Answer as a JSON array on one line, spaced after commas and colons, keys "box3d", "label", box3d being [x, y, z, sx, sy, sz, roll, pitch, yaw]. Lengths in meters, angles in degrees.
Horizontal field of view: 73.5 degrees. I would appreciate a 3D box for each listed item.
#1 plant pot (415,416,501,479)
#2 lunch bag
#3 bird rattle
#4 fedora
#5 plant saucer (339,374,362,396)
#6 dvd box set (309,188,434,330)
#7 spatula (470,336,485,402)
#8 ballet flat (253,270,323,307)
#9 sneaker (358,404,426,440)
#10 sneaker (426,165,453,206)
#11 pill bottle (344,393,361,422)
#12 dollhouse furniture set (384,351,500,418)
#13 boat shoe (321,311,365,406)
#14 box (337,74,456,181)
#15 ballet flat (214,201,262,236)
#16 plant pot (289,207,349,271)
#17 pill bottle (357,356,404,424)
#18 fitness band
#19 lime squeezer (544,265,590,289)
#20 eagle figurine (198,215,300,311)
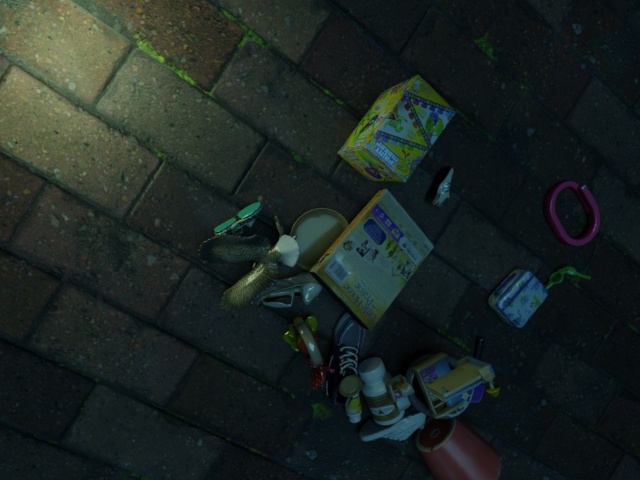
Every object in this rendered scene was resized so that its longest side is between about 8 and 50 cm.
[{"box3d": [0.525, 0.839, 1.699, 0.275, 0.275, 0.243, -41, 97, -6], "label": "plant pot"}, {"box3d": [0.815, 0.235, 1.772, 0.219, 0.090, 0.176, -44, 103, -7], "label": "lunch bag"}, {"box3d": [-0.045, 0.375, 1.483, 0.143, 0.254, 0.207, -19, 141, -6], "label": "bird rattle"}, {"box3d": [0.450, 0.559, 1.699, 0.275, 0.124, 0.244, 20, 90, -8], "label": "fedora"}, {"box3d": [0.103, 0.504, 1.492, 0.083, 0.015, 0.084, -3, 104, -14], "label": "plant saucer"}, {"box3d": [0.197, 0.066, 1.549, 0.308, 0.062, 0.420, 46, 70, -16], "label": "dvd box set"}, {"box3d": [0.658, 0.548, 1.801, 0.084, 0.030, 0.297, 2, 97, -13], "label": "spatula"}, {"box3d": [-0.090, 0.180, 1.510, 0.315, 0.108, 0.106, -11, 56, -7], "label": "ballet flat"}, {"box3d": [0.296, 0.740, 1.696, 0.296, 0.111, 0.130, -14, 106, -12], "label": "sneaker"}, {"box3d": [0.471, -0.204, 1.646, 0.075, 0.057, 0.161, 29, 88, -33], "label": "sneaker"}, {"box3d": [0.125, 0.638, 1.655, 0.065, 0.065, 0.117, -12, 101, -13], "label": "pill bottle"}, {"box3d": [0.430, 0.547, 1.465, 0.286, 0.303, 0.198, -23, 92, -15], "label": "dollhouse furniture set"}, {"box3d": [0.103, 0.437, 1.574, 0.127, 0.158, 0.341, 13, 94, -16], "label": "boat shoe"}, {"box3d": [0.239, -0.357, 1.435, 0.177, 0.290, 0.279, 37, 88, -17], "label": "box"}, {"box3d": [-0.272, -0.061, 1.467, 0.188, 0.070, 0.070, -31, 104, -7], "label": "ballet flat"}, {"box3d": [0.000, 0.000, 1.555, 0.236, 0.032, 0.237, -2, 98, -15], "label": "plant pot"}, {"box3d": [0.226, 0.572, 1.638, 0.131, 0.131, 0.230, -24, 102, -10], "label": "pill bottle"}, {"box3d": [1.061, -0.113, 1.808, 0.209, 0.054, 0.291, -39, 104, -7], "label": "fitness band"}, {"box3d": [1.036, 0.169, 1.848, 0.310, 0.059, 0.110, -20, 132, -13], "label": "lime squeezer"}, {"box3d": [-0.218, 0.076, 1.415, 0.298, 0.226, 0.225, -22, 135, -27], "label": "eagle figurine"}]
